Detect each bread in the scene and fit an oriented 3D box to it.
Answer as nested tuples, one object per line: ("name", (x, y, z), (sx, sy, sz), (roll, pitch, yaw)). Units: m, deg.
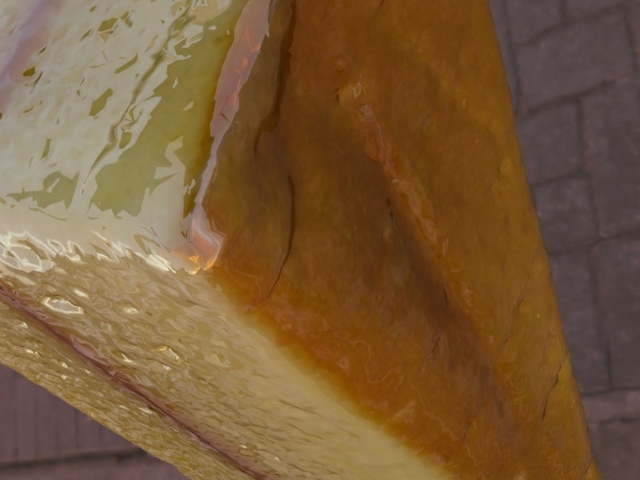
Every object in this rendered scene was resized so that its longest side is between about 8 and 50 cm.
("bread", (0.000, 0.000, 0.568), (0.233, 0.361, 0.245), (2, 59, 40))
